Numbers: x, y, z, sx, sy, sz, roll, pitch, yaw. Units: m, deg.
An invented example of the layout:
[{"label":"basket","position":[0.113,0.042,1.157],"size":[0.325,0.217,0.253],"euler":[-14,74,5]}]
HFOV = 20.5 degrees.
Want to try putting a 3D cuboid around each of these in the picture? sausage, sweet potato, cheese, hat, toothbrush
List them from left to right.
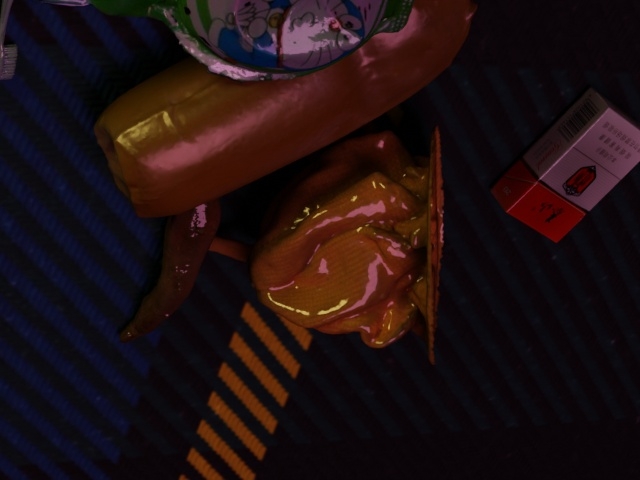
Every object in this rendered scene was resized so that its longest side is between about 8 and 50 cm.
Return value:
[{"label":"toothbrush","position":[-0.245,-0.219,1.430],"size":[0.019,0.016,0.220],"euler":[-8,133,-28]},{"label":"sweet potato","position":[-0.141,0.026,1.701],"size":[0.050,0.050,0.214],"euler":[1,130,-32]},{"label":"cheese","position":[-0.072,-0.212,1.420],"size":[0.320,0.083,0.204],"euler":[3,130,-19]},{"label":"sausage","position":[-0.025,-0.139,1.567],"size":[0.353,0.116,0.134],"euler":[-26,125,-11]},{"label":"hat","position":[0.000,0.000,1.711],"size":[0.233,0.244,0.234],"euler":[1,103,5]}]

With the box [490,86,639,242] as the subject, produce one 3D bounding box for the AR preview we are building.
[{"label":"box","position":[0.263,-0.077,1.844],"size":[0.152,0.048,0.100],"euler":[-48,134,14]}]
